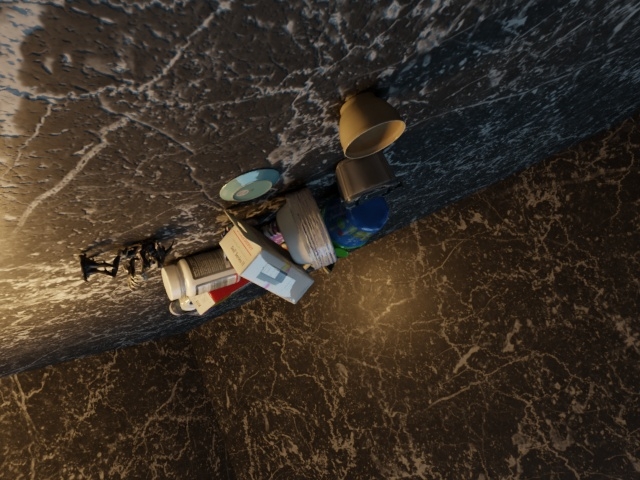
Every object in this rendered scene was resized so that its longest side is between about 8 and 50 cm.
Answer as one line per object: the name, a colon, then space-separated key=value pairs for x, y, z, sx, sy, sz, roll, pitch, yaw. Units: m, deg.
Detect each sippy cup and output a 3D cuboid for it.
sippy cup: x=0.141 y=-0.096 z=1.557 sx=0.240 sy=0.305 sz=0.224 roll=-6 pitch=173 yaw=-20

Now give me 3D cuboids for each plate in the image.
plate: x=-0.207 y=-0.156 z=1.211 sx=0.188 sy=0.024 sz=0.188 roll=-23 pitch=170 yaw=-4

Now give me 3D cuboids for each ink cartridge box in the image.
ink cartridge box: x=-0.443 y=0.197 z=1.957 sx=0.309 sy=0.130 sz=0.272 roll=-32 pitch=177 yaw=-42
ink cartridge box: x=-0.204 y=0.060 z=1.380 sx=0.119 sy=0.207 sz=0.353 roll=-49 pitch=134 yaw=4

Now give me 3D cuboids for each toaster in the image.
toaster: x=0.154 y=-0.211 z=1.358 sx=0.227 sy=0.146 sz=0.129 roll=-22 pitch=170 yaw=-4

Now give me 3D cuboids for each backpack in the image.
backpack: x=-0.302 y=0.009 z=1.549 sx=0.158 sy=0.117 sz=0.173 roll=-18 pitch=167 yaw=-27

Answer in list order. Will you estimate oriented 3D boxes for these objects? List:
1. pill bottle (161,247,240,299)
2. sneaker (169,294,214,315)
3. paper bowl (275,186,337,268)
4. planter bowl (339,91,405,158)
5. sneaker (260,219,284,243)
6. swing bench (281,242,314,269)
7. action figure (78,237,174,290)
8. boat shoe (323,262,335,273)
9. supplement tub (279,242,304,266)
pill bottle: x=-0.487 y=0.135 z=1.660 sx=0.283 sy=0.161 sz=0.161 roll=-16 pitch=167 yaw=-29
sneaker: x=-0.682 y=0.350 z=2.349 sx=0.236 sy=0.130 sz=0.323 roll=-27 pitch=164 yaw=38
paper bowl: x=-0.057 y=-0.031 z=1.419 sx=0.148 sy=0.284 sz=0.284 roll=-23 pitch=169 yaw=-2
planter bowl: x=0.112 y=-0.291 z=0.997 sx=0.162 sy=0.109 sz=0.162 roll=-23 pitch=169 yaw=-5
sneaker: x=-0.187 y=-0.035 z=1.630 sx=0.161 sy=0.102 sz=0.282 roll=-10 pitch=163 yaw=-39
swing bench: x=0.000 y=0.000 z=1.802 sx=0.254 sy=0.165 sz=0.253 roll=-26 pitch=-172 yaw=18
action figure: x=-0.587 y=0.079 z=1.266 sx=0.275 sy=0.141 sz=0.164 roll=-12 pitch=163 yaw=-32
boat shoe: x=0.038 y=0.098 z=1.793 sx=0.049 sy=0.056 sz=0.152 roll=-37 pitch=-165 yaw=15
supplement tub: x=-0.176 y=0.113 z=2.001 sx=0.207 sy=0.207 sz=0.338 roll=-23 pitch=174 yaw=-2
